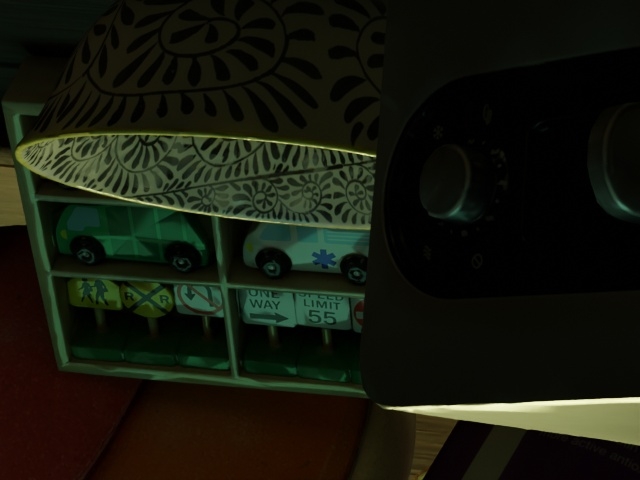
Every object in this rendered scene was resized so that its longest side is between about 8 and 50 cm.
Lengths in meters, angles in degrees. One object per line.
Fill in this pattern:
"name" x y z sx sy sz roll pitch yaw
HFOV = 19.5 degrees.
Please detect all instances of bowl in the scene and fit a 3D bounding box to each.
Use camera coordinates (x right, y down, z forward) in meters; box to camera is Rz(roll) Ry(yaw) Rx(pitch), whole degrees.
"bowl" -0.016 -0.056 0.644 0.170 0.080 0.170 5 171 1

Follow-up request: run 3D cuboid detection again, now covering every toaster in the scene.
"toaster" 0.108 -0.033 0.406 0.186 0.168 0.110 12 169 -37

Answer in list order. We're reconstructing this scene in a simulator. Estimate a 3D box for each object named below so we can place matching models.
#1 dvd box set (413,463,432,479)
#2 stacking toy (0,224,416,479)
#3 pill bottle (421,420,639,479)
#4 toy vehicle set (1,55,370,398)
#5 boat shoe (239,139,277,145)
"dvd box set" 0.309 0.153 1.453 0.307 0.062 0.420 11 149 -28
"stacking toy" -0.219 0.078 1.004 0.480 0.350 0.350 37 162 -16
"pill bottle" 0.151 0.130 0.940 0.181 0.323 0.181 25 147 18
"toy vehicle set" 0.000 0.000 0.841 0.267 0.035 0.166 4 132 11
"boat shoe" 0.001 -0.048 0.748 0.153 0.056 0.048 -2 136 9
